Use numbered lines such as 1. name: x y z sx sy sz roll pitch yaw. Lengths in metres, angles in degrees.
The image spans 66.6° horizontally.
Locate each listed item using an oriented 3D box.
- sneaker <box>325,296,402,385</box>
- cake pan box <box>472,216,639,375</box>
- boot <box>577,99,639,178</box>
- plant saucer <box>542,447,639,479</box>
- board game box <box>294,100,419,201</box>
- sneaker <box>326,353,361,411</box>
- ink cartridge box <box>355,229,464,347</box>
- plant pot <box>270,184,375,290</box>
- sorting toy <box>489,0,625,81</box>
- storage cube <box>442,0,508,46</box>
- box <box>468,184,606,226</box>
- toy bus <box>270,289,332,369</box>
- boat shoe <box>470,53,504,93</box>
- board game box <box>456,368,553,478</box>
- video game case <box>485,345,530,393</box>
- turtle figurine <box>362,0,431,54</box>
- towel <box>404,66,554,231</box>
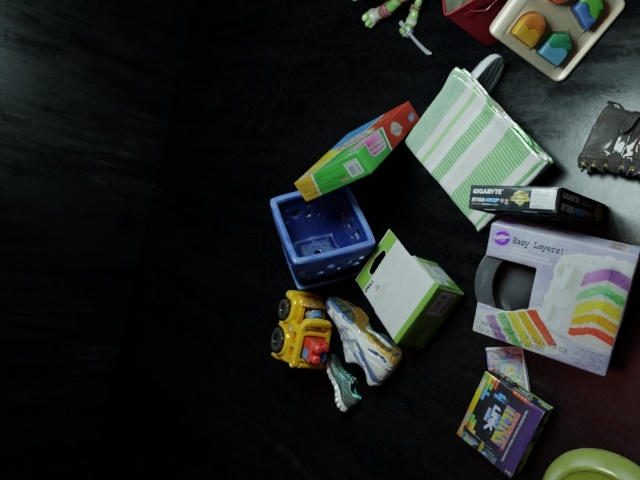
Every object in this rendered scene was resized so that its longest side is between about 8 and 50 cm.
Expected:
1. sneaker: 0.090 0.276 1.357 0.296 0.112 0.130 45 116 44
2. cake pan box: 0.439 0.099 0.943 0.267 0.070 0.245 18 112 34
3. boot: 0.594 -0.128 0.908 0.229 0.091 0.262 23 96 53
4. plant saucer: 0.515 0.511 0.890 0.241 0.037 0.240 -13 73 46
5. board game box: 0.103 -0.244 1.328 0.242 0.316 0.064 -19 112 45
6. sneaker: 0.071 0.402 1.403 0.076 0.065 0.166 -30 63 22
7. ink cartridge box: 0.219 0.118 1.260 0.188 0.097 0.255 -59 35 22
8. plant pot: 0.000 0.000 1.401 0.212 0.236 0.235 93 159 -57
9. sorting toy: 0.488 -0.459 1.003 0.193 0.208 0.038 -55 17 26
10. storage cube: 0.408 -0.594 1.115 0.184 0.193 0.214 -12 74 46
11. box: 0.430 -0.068 0.963 0.175 0.220 0.051 9 92 50
12. toy bus: -0.035 0.273 1.437 0.211 0.150 0.220 12 90 63
13. boat shoe: 0.355 -0.366 1.210 0.226 0.083 0.075 -56 48 26
14. board game box: 0.387 0.385 1.036 0.141 0.048 0.170 33 112 45
15. video game case: 0.411 0.295 1.068 0.087 0.011 0.121 -17 69 46
16. turtle figurine: 0.192 -0.675 1.374 0.266 0.198 0.274 13 88 53
17. towel: 0.354 -0.214 1.155 0.324 0.038 0.247 57 137 25
